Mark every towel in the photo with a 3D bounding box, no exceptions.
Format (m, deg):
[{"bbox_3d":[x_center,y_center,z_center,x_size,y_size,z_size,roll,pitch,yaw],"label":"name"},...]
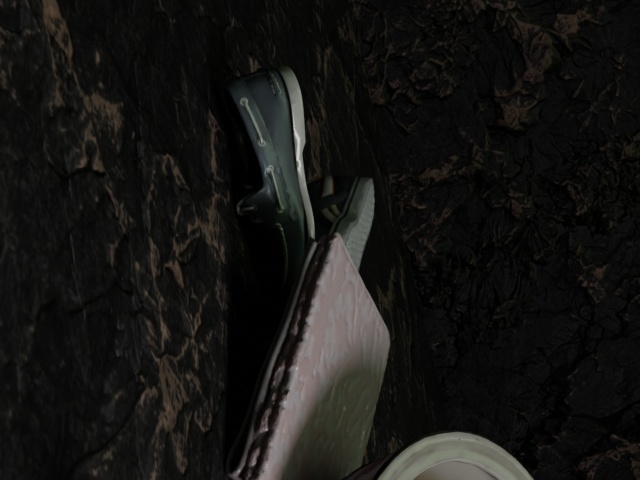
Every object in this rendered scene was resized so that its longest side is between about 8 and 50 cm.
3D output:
[{"bbox_3d":[0.002,0.204,1.170,0.317,0.053,0.332,62,40,-52],"label":"towel"}]

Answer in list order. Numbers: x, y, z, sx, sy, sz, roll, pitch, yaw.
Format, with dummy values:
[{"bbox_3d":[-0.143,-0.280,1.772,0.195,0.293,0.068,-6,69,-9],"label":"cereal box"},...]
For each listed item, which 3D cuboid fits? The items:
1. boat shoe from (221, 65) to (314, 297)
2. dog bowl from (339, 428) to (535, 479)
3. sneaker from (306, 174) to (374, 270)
[{"bbox_3d":[-0.076,-0.070,1.246,0.116,0.099,0.319,23,-60,61],"label":"boat shoe"},{"bbox_3d":[0.121,0.432,1.070,0.408,0.150,0.408,16,65,-38],"label":"dog bowl"},{"bbox_3d":[0.000,0.000,1.394,0.321,0.127,0.126,-68,160,-62],"label":"sneaker"}]
